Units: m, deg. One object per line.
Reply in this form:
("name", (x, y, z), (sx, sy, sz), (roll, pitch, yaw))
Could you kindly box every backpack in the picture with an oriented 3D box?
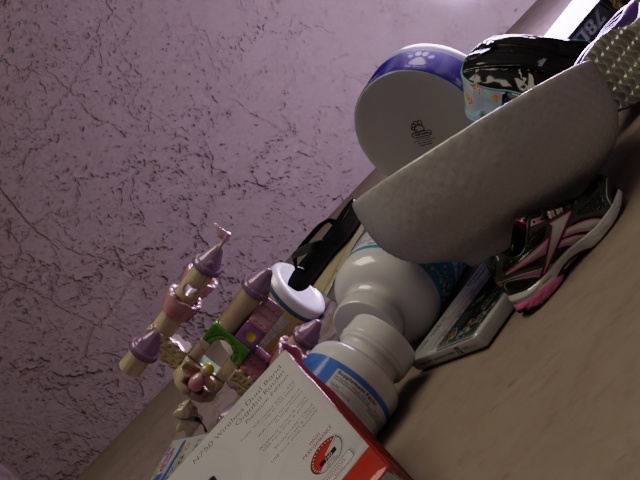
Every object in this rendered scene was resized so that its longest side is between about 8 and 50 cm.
("backpack", (0.309, -0.230, 1.695), (0.166, 0.188, 0.144), (-53, -30, -34))

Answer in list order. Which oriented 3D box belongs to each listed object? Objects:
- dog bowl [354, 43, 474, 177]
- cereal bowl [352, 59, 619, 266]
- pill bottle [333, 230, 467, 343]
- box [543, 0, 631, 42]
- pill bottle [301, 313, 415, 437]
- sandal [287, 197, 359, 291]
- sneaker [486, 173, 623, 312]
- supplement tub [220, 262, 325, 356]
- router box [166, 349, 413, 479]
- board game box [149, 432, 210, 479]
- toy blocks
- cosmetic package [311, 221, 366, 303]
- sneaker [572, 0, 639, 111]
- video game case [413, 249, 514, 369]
("dog bowl", (0.201, -0.227, 2.106), (0.265, 0.265, 0.104), (-43, 10, 41))
("cereal bowl", (0.214, -0.069, 1.339), (0.339, 0.141, 0.339), (-32, -2, -1))
("pill bottle", (0.111, 0.042, 1.522), (0.146, 0.146, 0.264), (-42, 8, 44))
("box", (0.421, -0.323, 1.944), (0.295, 0.073, 0.293), (-53, 4, 30))
("pill bottle", (0.013, 0.196, 1.310), (0.221, 0.124, 0.124), (-50, 6, -26))
("sandal", (0.000, -0.001, 1.873), (0.254, 0.054, 0.097), (-52, 9, 51))
("sneaker", (0.249, -0.010, 1.200), (0.178, 0.077, 0.072), (-48, 7, -15))
("supplement tub", (-0.104, 0.159, 2.335), (0.199, 0.144, 0.144), (-45, 6, 21))
("router box", (-0.076, 0.297, 1.061), (0.335, 0.082, 0.301), (-48, 23, -3))
("board game box", (-0.206, 0.405, 1.458), (0.302, 0.086, 0.308), (-60, 9, -20))
("toy blocks", (-0.146, 0.157, 1.924), (0.260, 0.288, 0.309), (-51, 1, 21))
("cosmetic package", (0.076, 0.042, 1.853), (0.160, 0.113, 0.309), (-59, 5, -3))
("sneaker", (0.412, -0.244, 1.542), (0.293, 0.102, 0.146), (-46, -1, -31))
("video game case", (0.199, 0.067, 1.331), (0.190, 0.022, 0.173), (-49, 5, -25))
